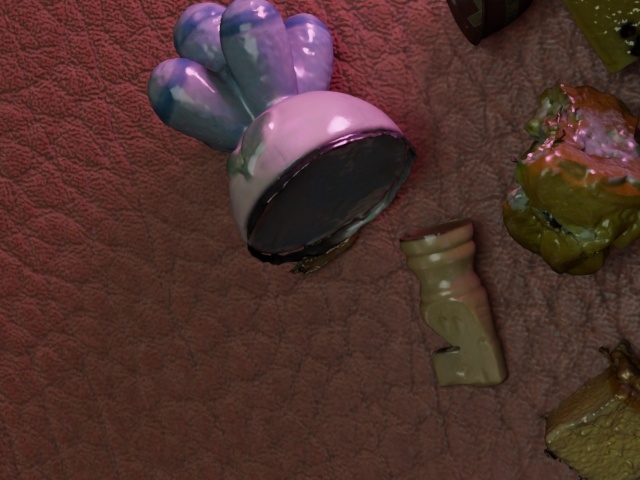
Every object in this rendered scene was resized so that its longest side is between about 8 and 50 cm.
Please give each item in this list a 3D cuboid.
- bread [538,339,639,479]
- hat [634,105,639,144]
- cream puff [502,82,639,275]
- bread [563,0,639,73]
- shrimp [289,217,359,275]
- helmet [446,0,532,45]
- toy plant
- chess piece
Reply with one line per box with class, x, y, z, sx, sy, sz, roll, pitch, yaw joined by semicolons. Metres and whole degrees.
bread;0.338;0.214;1.588;0.147;0.127;0.152;-41;93;17
hat;0.373;-0.127;1.497;0.082;0.193;0.193;-31;79;12
cream puff;0.293;-0.056;1.561;0.195;0.221;0.194;14;132;16
bread;0.285;-0.366;1.534;0.138;0.077;0.361;-28;108;25
shrimp;0.000;0.000;1.758;0.108;0.023;0.059;-34;73;14
helmet;0.198;-0.322;1.614;0.106;0.175;0.155;-23;55;-3
toy plant;-0.069;-0.164;1.691;0.247;0.247;0.332;-42;66;17
chess piece;0.161;0.081;1.670;0.090;0.090;0.200;-13;97;21
